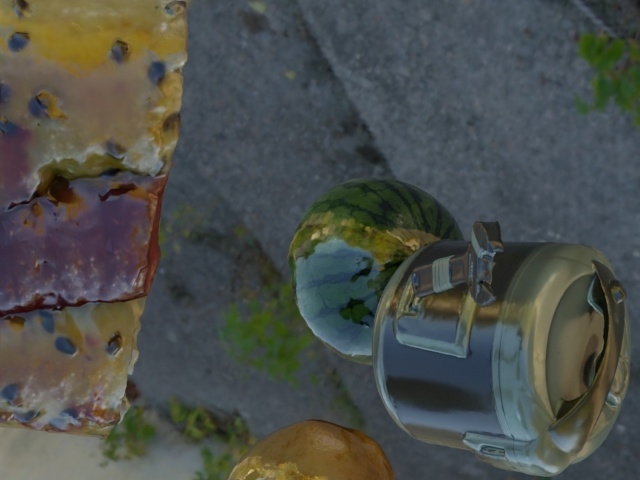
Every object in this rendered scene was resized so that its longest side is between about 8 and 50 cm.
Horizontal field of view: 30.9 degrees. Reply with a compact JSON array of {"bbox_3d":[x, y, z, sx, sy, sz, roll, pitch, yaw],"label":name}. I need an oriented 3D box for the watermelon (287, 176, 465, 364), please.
[{"bbox_3d":[0.114,0.038,1.969,0.330,0.331,0.189,31,155,-6],"label":"watermelon"}]

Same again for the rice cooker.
[{"bbox_3d":[0.272,0.158,1.670,0.325,0.335,0.335,4,142,41],"label":"rice cooker"}]

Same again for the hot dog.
[{"bbox_3d":[-0.289,-0.019,0.788,0.365,0.196,0.367,5,124,-12],"label":"hot dog"}]

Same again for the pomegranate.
[{"bbox_3d":[-0.014,0.280,1.192,0.196,0.196,0.196,19,148,12],"label":"pomegranate"}]

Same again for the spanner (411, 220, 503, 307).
[{"bbox_3d":[0.146,0.040,1.293,0.024,0.087,0.316,-1,173,-11],"label":"spanner"}]
